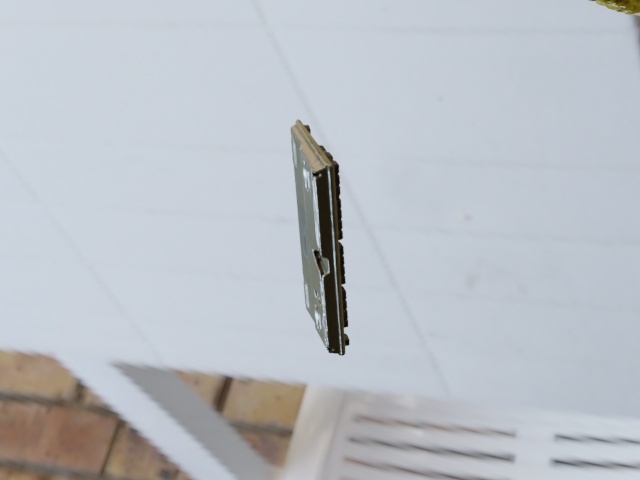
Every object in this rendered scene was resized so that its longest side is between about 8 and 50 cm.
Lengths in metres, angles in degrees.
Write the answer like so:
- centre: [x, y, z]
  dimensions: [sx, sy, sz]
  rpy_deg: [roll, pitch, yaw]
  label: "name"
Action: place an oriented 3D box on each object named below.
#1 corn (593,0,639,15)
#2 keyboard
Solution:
- centre: [0.181, -0.235, 1.194]
  dimensions: [0.261, 0.097, 0.097]
  rpy_deg: [19, 155, -27]
  label: "corn"
- centre: [0.000, 0.000, 0.851]
  dimensions: [0.015, 0.049, 0.129]
  rpy_deg: [-14, 129, -11]
  label: "keyboard"
